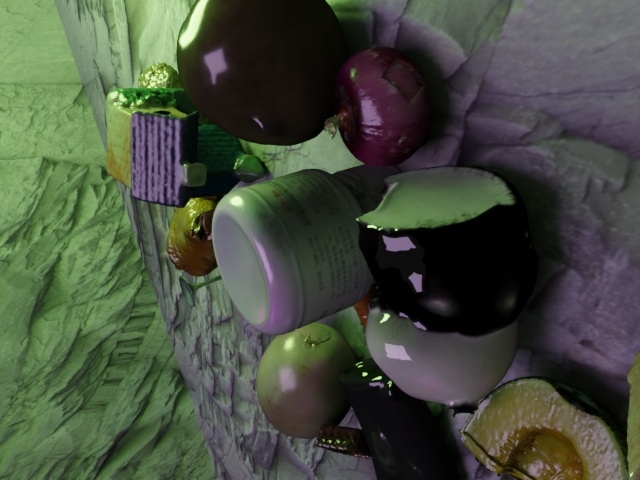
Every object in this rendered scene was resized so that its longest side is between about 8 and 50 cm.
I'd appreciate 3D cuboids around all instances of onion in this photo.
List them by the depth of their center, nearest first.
[{"bbox_3d":[0.085,-0.194,0.949,0.177,0.153,0.177,-6,-90,-80],"label":"onion"}]

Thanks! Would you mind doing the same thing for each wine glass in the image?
[{"bbox_3d":[-0.218,0.078,1.473,0.079,0.195,0.079,42,145,40],"label":"wine glass"}]

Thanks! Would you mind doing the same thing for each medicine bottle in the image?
[{"bbox_3d":[0.000,0.000,1.068,0.241,0.302,0.241,40,140,45],"label":"medicine bottle"}]

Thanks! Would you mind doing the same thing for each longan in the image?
[{"bbox_3d":[-0.089,-0.295,1.071,0.297,0.297,0.297,41,142,43],"label":"longan"}]

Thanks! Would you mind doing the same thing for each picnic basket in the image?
[{"bbox_3d":[0.068,0.434,1.385,0.110,0.193,0.055,2,69,24],"label":"picnic basket"}]

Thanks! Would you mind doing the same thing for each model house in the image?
[{"bbox_3d":[-0.302,-0.209,1.487,0.280,0.312,0.245,29,117,47],"label":"model house"}]

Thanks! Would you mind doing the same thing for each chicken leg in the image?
[{"bbox_3d":[-0.329,-0.061,1.773,0.409,0.182,0.295,145,125,-72],"label":"chicken leg"}]

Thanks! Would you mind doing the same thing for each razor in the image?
[{"bbox_3d":[0.159,0.390,1.245,0.204,0.113,0.349,-6,107,60],"label":"razor"}]

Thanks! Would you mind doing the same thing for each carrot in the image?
[{"bbox_3d":[0.091,0.131,1.256,0.069,0.069,0.336,2,113,61],"label":"carrot"}]

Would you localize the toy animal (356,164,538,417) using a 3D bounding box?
[{"bbox_3d":[0.173,0.077,0.882,0.251,0.251,0.310,29,140,52],"label":"toy animal"}]

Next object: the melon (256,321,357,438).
[{"bbox_3d":[-0.031,0.312,1.430,0.223,0.223,0.317,51,152,32],"label":"melon"}]

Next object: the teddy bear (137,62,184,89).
[{"bbox_3d":[-0.408,-0.356,1.748,0.267,0.156,0.256,33,134,52],"label":"teddy bear"}]

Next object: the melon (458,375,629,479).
[{"bbox_3d":[0.336,0.274,0.851,0.265,0.129,0.169,39,118,49],"label":"melon"}]

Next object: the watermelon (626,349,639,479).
[{"bbox_3d":[0.398,0.146,0.518,0.250,0.292,0.283,-38,69,30],"label":"watermelon"}]
